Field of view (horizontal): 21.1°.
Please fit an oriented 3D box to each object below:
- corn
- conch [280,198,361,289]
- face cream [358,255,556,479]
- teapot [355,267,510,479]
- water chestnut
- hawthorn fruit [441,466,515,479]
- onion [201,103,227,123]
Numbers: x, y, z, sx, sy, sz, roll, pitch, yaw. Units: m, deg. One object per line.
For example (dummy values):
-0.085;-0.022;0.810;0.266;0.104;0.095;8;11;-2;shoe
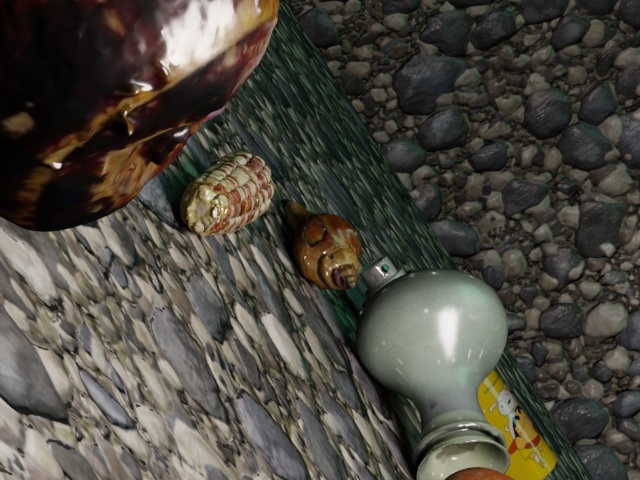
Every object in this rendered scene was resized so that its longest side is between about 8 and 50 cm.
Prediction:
-0.097;-0.047;1.742;0.079;0.079;0.237;55;11;0;corn
0.006;0.001;2.073;0.086;0.080;0.233;61;6;-18;conch
0.165;0.171;2.206;0.349;0.105;0.105;55;9;-4;face cream
0.141;0.162;1.962;0.183;0.183;0.251;47;23;-43;teapot
-0.175;-0.161;1.109;0.300;0.300;0.300;53;9;-13;water chestnut
0.172;0.279;1.638;0.149;0.189;0.149;42;-39;47;hawthorn fruit
-0.187;-0.189;1.534;0.349;0.159;0.267;53;18;-65;onion
